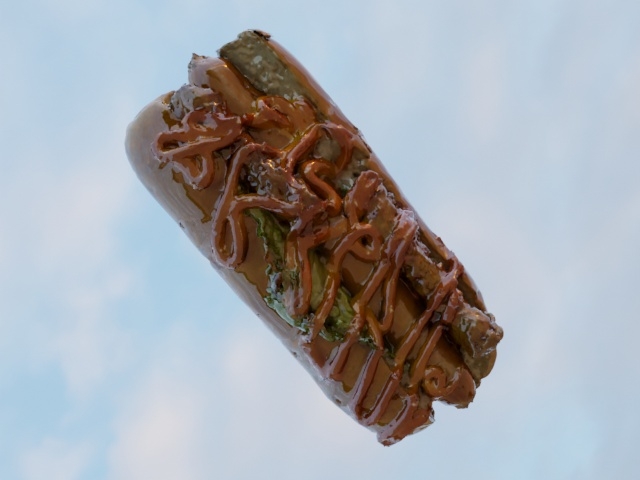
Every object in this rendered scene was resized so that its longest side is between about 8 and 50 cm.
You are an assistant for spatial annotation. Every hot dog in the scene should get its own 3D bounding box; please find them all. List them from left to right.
[{"bbox_3d":[0.000,0.000,1.347,0.158,0.117,0.349,-39,-86,-8],"label":"hot dog"}]
